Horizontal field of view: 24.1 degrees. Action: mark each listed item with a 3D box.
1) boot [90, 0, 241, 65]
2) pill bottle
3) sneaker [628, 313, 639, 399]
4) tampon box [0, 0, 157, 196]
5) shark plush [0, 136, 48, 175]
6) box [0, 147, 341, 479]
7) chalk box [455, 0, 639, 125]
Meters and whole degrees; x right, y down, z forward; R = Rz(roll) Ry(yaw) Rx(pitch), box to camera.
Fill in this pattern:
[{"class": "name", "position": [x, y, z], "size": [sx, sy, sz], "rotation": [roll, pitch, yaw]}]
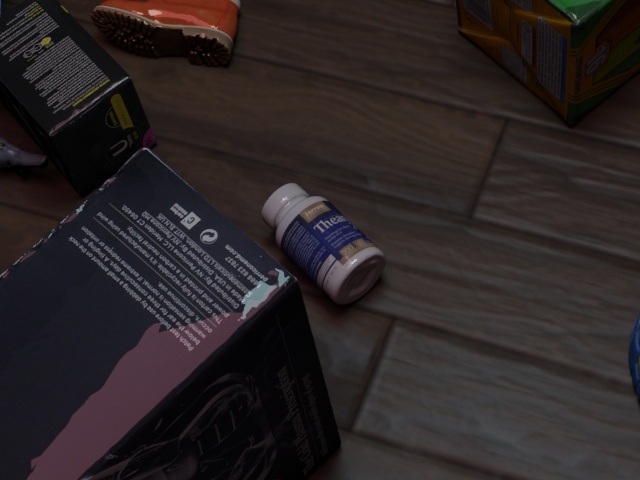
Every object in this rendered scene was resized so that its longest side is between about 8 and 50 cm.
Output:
[{"class": "boot", "position": [-0.163, -0.241, 1.598], "size": [0.158, 0.059, 0.084], "rotation": [12, 60, 5]}, {"class": "pill bottle", "position": [0.000, 0.000, 1.429], "size": [0.067, 0.067, 0.120], "rotation": [-39, 63, -14]}, {"class": "sneaker", "position": [0.326, 0.128, 1.321], "size": [0.078, 0.067, 0.188], "rotation": [-2, 56, -17]}, {"class": "tampon box", "position": [-0.261, -0.151, 1.521], "size": [0.101, 0.120, 0.161], "rotation": [-38, 63, -12]}, {"class": "shark plush", "position": [-0.356, -0.096, 1.534], "size": [0.161, 0.067, 0.073], "rotation": [31, 69, 23]}, {"class": "box", "position": [-0.164, 0.158, 1.206], "size": [0.312, 0.343, 0.179], "rotation": [-42, 65, -15]}, {"class": "chalk box", "position": [0.295, -0.293, 1.487], "size": [0.289, 0.180, 0.179], "rotation": [-38, 62, -12]}]
